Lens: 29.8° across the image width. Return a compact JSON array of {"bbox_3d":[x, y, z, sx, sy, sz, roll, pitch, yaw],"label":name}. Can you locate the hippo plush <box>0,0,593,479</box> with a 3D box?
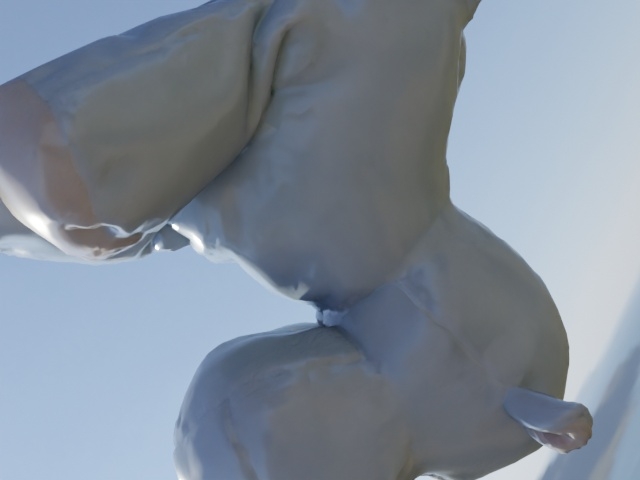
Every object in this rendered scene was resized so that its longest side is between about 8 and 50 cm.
[{"bbox_3d":[0.000,0.000,0.540,0.294,0.237,0.234,-29,10,-13],"label":"hippo plush"}]
